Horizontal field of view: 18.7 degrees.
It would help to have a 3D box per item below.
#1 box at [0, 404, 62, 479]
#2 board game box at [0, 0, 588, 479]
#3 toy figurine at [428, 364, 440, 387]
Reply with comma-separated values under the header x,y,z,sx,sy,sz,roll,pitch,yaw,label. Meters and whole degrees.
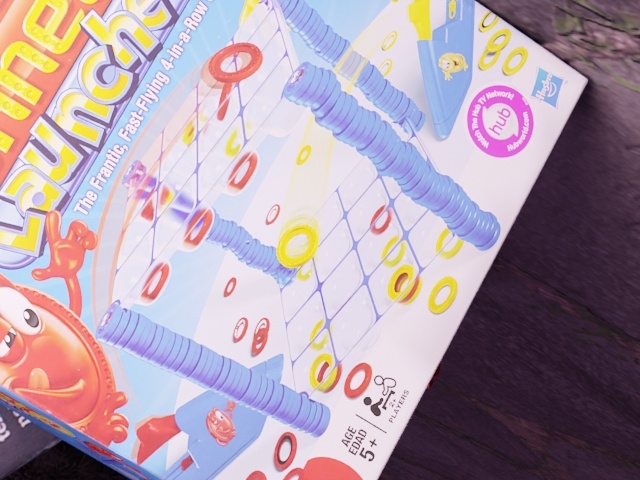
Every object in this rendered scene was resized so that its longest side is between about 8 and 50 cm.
x,y,z,sx,sy,sz,roll,pitch,yaw,label
-0.343,0.009,1.244,0.480,0.472,0.297,2,120,62,box
-0.061,-0.034,1.009,0.302,0.308,0.086,32,167,-16,board game box
0.000,0.000,1.469,0.191,0.217,0.362,11,-153,18,toy figurine
